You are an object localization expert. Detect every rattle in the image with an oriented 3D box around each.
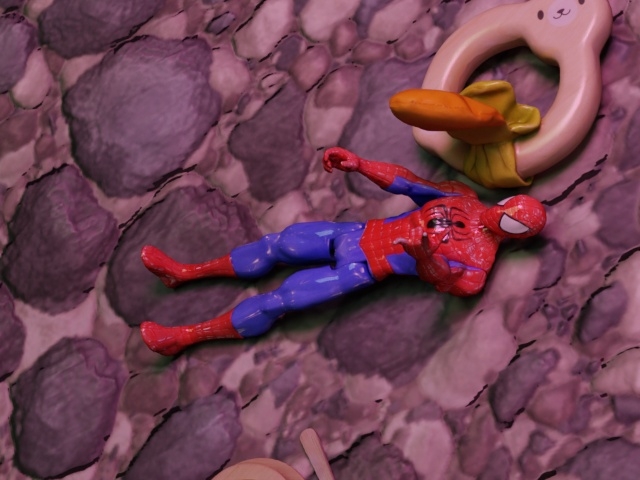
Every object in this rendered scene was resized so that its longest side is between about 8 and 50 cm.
[{"bbox_3d":[0.123,-0.144,0.951,0.199,0.143,0.130,-55,38,1],"label":"rattle"}]

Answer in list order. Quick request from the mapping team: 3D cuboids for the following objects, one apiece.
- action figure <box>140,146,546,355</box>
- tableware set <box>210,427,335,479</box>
[{"bbox_3d":[0.000,0.000,0.945,0.280,0.139,0.091,-12,64,18],"label":"action figure"},{"bbox_3d":[-0.027,0.218,0.910,0.128,0.039,0.194,-32,57,9],"label":"tableware set"}]
